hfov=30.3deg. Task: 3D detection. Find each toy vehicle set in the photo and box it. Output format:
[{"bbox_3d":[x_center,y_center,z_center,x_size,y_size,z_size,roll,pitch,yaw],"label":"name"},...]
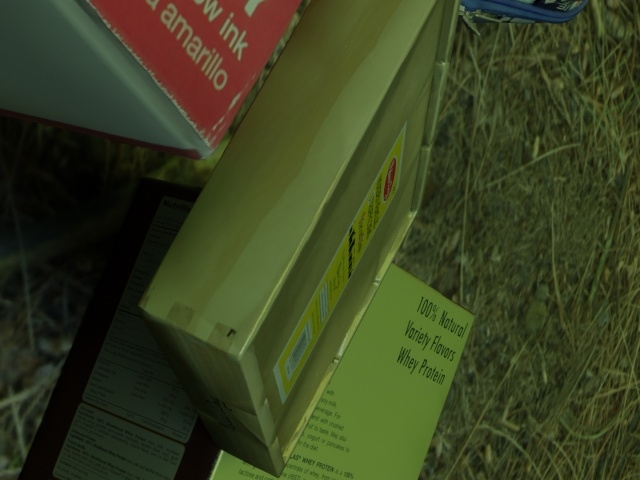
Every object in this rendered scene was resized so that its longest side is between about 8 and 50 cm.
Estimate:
[{"bbox_3d":[0.000,0.000,0.488,0.166,0.035,0.267,-62,171,-17],"label":"toy vehicle set"}]

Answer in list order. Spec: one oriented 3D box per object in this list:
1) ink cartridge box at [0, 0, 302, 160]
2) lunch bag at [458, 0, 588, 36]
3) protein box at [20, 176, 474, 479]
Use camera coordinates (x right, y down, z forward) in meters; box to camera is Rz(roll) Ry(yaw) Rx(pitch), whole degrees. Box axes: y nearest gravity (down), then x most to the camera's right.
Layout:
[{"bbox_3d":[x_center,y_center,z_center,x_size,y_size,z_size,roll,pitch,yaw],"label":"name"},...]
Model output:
[{"bbox_3d":[-0.082,-0.246,0.435,0.384,0.279,0.160,-62,141,-18],"label":"ink cartridge box"},{"bbox_3d":[0.116,-0.293,0.817,0.243,0.115,0.303,0,100,-50],"label":"lunch bag"},{"bbox_3d":[-0.037,0.096,0.719,0.200,0.136,0.201,31,77,-51],"label":"protein box"}]
